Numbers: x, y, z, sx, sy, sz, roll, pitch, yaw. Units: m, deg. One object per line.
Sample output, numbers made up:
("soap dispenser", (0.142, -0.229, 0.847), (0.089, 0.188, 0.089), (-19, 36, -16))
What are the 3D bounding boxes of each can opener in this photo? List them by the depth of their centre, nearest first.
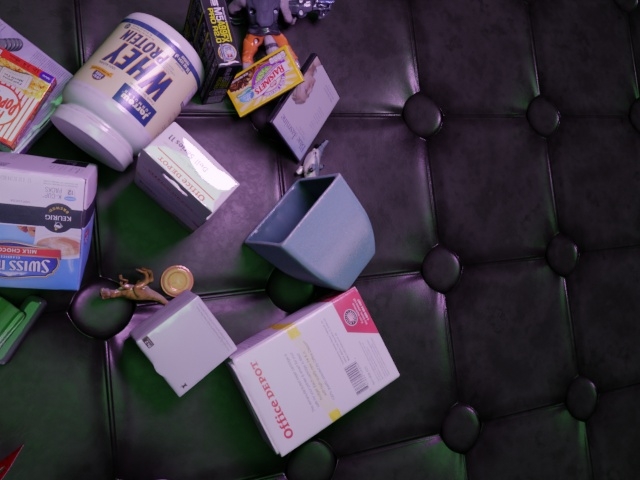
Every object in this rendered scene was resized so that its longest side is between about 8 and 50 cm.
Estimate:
("can opener", (-0.743, 0.241, 1.217), (0.095, 0.076, 0.283), (32, 73, -16))

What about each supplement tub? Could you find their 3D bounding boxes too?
("supplement tub", (-0.461, -0.354, 1.300), (0.235, 0.235, 0.324), (36, 73, -14))

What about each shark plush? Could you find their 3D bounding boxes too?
("shark plush", (-0.017, -0.226, 1.572), (0.067, 0.073, 0.161), (38, 50, -34))

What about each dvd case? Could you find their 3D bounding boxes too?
("dvd case", (-0.043, -0.373, 1.521), (0.253, 0.022, 0.180), (-59, 144, -16))

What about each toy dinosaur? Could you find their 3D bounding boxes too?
("toy dinosaur", (-0.450, 0.129, 1.361), (0.212, 0.064, 0.112), (16, 91, -31))

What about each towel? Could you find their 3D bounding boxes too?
("towel", (-0.751, 0.177, 1.211), (0.152, 0.023, 0.113), (27, 71, 20))

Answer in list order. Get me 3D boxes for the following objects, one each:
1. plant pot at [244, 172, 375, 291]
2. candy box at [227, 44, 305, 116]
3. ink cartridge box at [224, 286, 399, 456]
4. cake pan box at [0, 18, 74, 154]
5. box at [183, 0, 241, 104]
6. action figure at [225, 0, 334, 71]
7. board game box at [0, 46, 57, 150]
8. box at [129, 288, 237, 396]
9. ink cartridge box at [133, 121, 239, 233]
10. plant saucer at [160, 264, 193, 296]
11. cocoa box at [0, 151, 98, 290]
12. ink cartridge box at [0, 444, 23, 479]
("plant pot", (0.000, 0.000, 1.445), (0.252, 0.247, 0.247), (46, 71, -22))
("candy box", (-0.153, -0.425, 1.441), (0.206, 0.027, 0.105), (-25, 99, 19))
("ink cartridge box", (-0.029, 0.334, 1.435), (0.385, 0.160, 0.279), (-27, 94, -22))
("cake pan box", (-0.753, -0.355, 1.279), (0.246, 0.070, 0.266), (36, 73, -12))
("box", (-0.281, -0.494, 1.365), (0.060, 0.270, 0.216), (-14, 89, -21))
("action figure", (-0.107, -0.602, 1.485), (0.342, 0.178, 0.329), (-12, 107, -9))
("board game box", (-0.724, -0.327, 1.228), (0.147, 0.045, 0.193), (28, 76, -16))
("box", (-0.340, 0.249, 1.330), (0.182, 0.119, 0.180), (-38, 110, -20))
("ink cartridge box", (-0.320, -0.143, 1.268), (0.207, 0.353, 0.119), (44, 72, -12))
("plant saucer", (-0.375, 0.106, 1.405), (0.084, 0.013, 0.083), (2, 84, -20))
("cocoa box", (-0.607, -0.051, 1.133), (0.232, 0.347, 0.227), (6, 100, -21))
("ink cartridge box", (-0.768, 0.483, 1.057), (0.272, 0.309, 0.130), (-36, 97, -21))
